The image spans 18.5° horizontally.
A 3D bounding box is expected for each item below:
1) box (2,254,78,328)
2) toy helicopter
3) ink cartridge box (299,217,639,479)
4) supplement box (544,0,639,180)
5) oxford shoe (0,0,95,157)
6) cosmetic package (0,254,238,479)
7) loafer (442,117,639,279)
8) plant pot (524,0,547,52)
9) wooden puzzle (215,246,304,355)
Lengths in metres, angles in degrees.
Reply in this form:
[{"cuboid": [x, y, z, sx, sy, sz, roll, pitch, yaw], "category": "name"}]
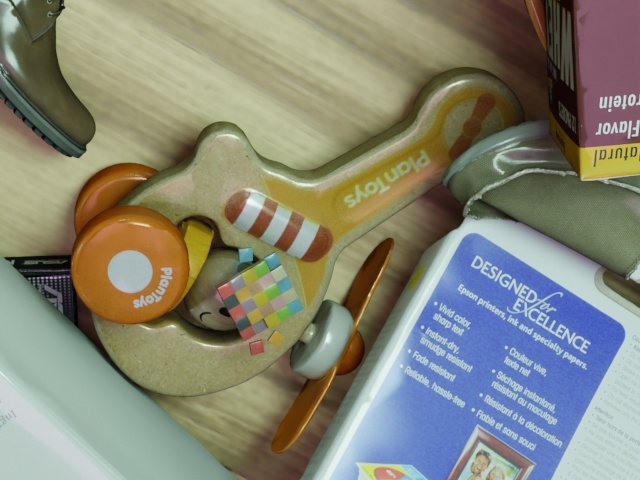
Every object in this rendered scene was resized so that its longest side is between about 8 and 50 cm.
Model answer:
[{"cuboid": [-0.276, 0.108, 1.510, 0.184, 0.045, 0.190, 0, 107, -2], "category": "box"}, {"cuboid": [0.000, 0.000, 1.447, 0.355, 0.140, 0.235, -31, 108, 4], "category": "toy helicopter"}, {"cuboid": [0.173, 0.142, 1.421, 0.304, 0.072, 0.307, 32, 78, -10], "category": "ink cartridge box"}, {"cuboid": [0.237, -0.153, 1.203, 0.191, 0.129, 0.194, -5, 107, -1], "category": "supplement box"}, {"cuboid": [-0.214, -0.165, 1.413, 0.096, 0.083, 0.227, -28, 107, 1], "category": "oxford shoe"}, {"cuboid": [-0.224, 0.145, 1.393, 0.156, 0.217, 0.385, -41, 104, 8], "category": "cosmetic package"}, {"cuboid": [0.208, -0.024, 1.351, 0.251, 0.094, 0.087, 4, 66, -14], "category": "loafer"}, {"cuboid": [0.266, -0.223, 1.356, 0.291, 0.203, 0.290, -1, 106, -3], "category": "plant pot"}, {"cuboid": [-0.043, 0.041, 1.393, 0.049, 0.006, 0.083, -30, 117, -8], "category": "wooden puzzle"}]
